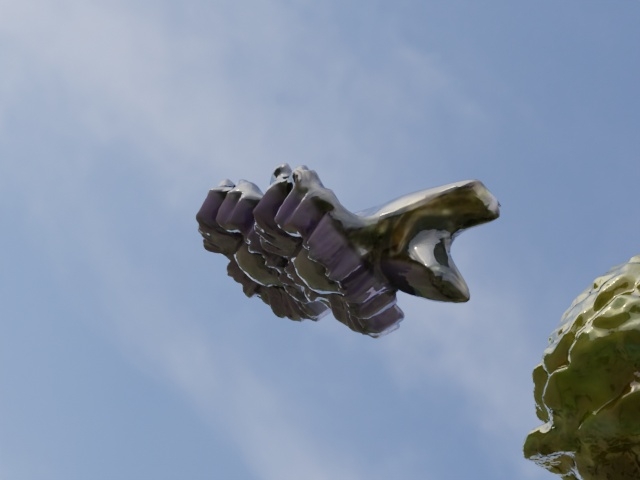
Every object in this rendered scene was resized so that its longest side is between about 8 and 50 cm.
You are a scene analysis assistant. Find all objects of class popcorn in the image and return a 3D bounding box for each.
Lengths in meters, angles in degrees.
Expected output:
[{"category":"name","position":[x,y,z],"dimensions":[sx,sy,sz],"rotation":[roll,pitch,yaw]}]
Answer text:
[{"category":"popcorn","position":[0.192,0.087,0.922],"dimensions":[0.173,0.173,0.142],"rotation":[49,-32,13]}]

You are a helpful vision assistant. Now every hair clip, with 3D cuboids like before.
[{"category":"hair clip","position":[0.000,0.000,1.035],"dimensions":[0.106,0.084,0.292],"rotation":[49,-20,-18]}]
